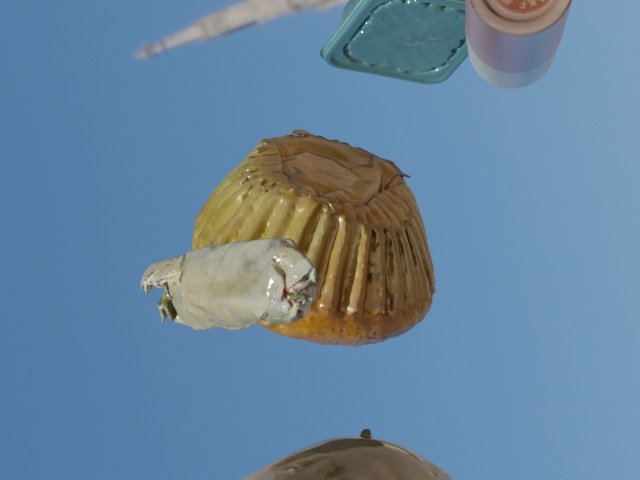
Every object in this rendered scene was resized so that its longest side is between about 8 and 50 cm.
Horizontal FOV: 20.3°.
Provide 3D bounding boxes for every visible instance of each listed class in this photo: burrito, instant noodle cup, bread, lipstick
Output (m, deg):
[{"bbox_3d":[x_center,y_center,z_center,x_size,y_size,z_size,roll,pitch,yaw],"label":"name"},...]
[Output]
[{"bbox_3d":[-0.058,0.031,1.179,0.045,0.188,0.058,-23,-81,-37],"label":"burrito"},{"bbox_3d":[0.098,-0.248,1.978,0.157,0.179,0.070,10,-118,-19],"label":"instant noodle cup"},{"bbox_3d":[-0.001,0.004,1.604,0.240,0.240,0.139,-31,-36,-63],"label":"bread"},{"bbox_3d":[0.135,-0.155,1.238,0.254,0.070,0.070,31,-136,-84],"label":"lipstick"}]

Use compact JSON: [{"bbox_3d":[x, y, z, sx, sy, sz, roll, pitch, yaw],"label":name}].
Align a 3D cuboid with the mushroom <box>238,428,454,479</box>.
[{"bbox_3d":[-0.012,0.298,1.427,0.292,0.290,0.292,2,-94,-30],"label":"mushroom"}]
